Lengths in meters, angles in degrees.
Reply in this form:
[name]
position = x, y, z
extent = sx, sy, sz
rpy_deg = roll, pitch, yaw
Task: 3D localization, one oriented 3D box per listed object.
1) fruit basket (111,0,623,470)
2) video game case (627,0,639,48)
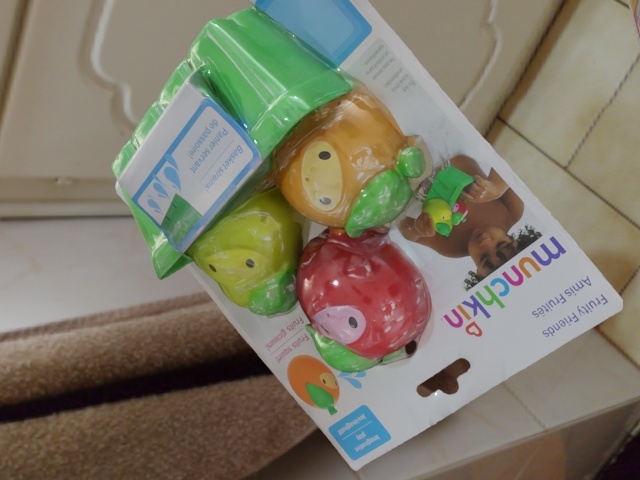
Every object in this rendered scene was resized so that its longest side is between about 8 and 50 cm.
[fruit basket]
position = 0.000, 0.000, 0.676
extent = 0.353, 0.165, 0.327
rpy_deg = 54, 131, 8
[video game case]
position = 0.292, -0.287, 0.722
extent = 0.204, 0.025, 0.285
rpy_deg = 78, -167, -51
